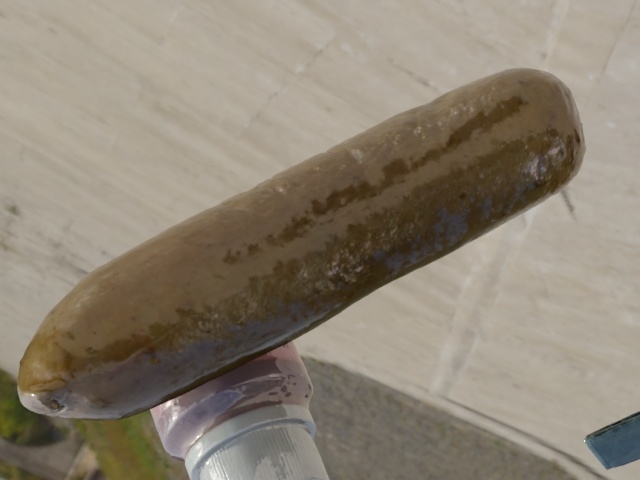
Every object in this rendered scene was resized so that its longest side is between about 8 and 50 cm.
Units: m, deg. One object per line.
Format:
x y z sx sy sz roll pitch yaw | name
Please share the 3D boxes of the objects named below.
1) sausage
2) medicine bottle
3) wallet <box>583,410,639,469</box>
-0.001 0.000 0.811 0.123 0.500 0.136 67 162 -12 | sausage
-0.083 0.127 0.920 0.247 0.147 0.147 63 -174 31 | medicine bottle
0.464 0.290 1.542 0.129 0.026 0.088 -29 121 22 | wallet
